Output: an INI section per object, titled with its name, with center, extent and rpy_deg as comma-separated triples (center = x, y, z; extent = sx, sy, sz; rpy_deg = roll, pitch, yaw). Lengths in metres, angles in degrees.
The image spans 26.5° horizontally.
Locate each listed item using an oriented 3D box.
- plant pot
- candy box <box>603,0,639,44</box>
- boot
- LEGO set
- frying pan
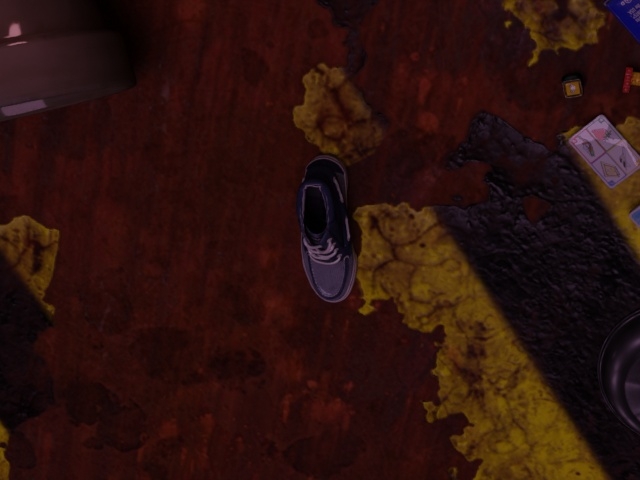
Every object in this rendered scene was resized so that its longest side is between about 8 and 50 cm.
[plant pot]
center = -0.390, -0.266, 1.470
extent = 0.323, 0.323, 0.280
rpy_deg = -12, 95, 20
[candy box]
center = 0.425, -0.183, 1.286
extent = 0.317, 0.268, 0.122
rpy_deg = 46, 122, -10
[boot]
center = 0.000, 0.000, 1.592
extent = 0.069, 0.086, 0.190
rpy_deg = 0, 115, 15
[LEGO set]
center = 0.372, -0.109, 1.458
extent = 0.182, 0.060, 0.244
rpy_deg = -39, 100, 23
[frying pan]
center = 0.483, 0.178, 1.574
extent = 0.326, 0.053, 0.197
rpy_deg = 13, 119, 12
